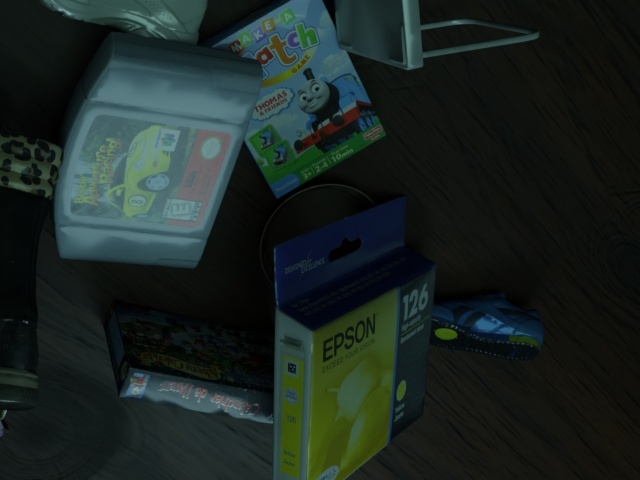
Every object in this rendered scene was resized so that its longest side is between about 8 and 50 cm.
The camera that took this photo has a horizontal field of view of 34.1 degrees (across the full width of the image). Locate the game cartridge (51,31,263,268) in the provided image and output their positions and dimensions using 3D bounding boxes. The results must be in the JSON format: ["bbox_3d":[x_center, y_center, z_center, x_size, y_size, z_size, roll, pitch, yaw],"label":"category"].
[{"bbox_3d":[-0.198,-0.089,1.176,0.196,0.060,0.294,8,128,-21],"label":"game cartridge"}]

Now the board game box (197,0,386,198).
[{"bbox_3d":[-0.034,-0.176,1.242,0.160,0.039,0.211,-31,120,-2],"label":"board game box"}]

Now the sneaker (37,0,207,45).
[{"bbox_3d":[-0.222,-0.282,1.108,0.232,0.090,0.115,17,102,-35],"label":"sneaker"}]

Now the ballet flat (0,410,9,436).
[{"bbox_3d":[-0.412,0.154,1.263,0.079,0.077,0.222,-17,126,-32],"label":"ballet flat"}]

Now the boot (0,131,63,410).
[{"bbox_3d":[-0.440,0.025,1.121,0.138,0.377,0.284,24,72,-59],"label":"boot"}]

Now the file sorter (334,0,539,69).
[{"bbox_3d":[0.116,-0.344,1.106,0.173,0.193,0.278,-14,111,-18],"label":"file sorter"}]

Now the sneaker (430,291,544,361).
[{"bbox_3d":[0.212,0.109,1.462,0.209,0.082,0.069,12,149,-8],"label":"sneaker"}]

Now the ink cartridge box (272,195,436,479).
[{"bbox_3d":[0.048,0.125,1.282,0.303,0.072,0.307,-23,122,-53],"label":"ink cartridge box"}]

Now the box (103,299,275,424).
[{"bbox_3d":[-0.144,0.153,1.297,0.233,0.159,0.044,15,110,-25],"label":"box"}]

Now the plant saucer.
[{"bbox_3d":[0.000,0.000,1.347,0.168,0.029,0.168,-8,117,-16],"label":"plant saucer"}]
